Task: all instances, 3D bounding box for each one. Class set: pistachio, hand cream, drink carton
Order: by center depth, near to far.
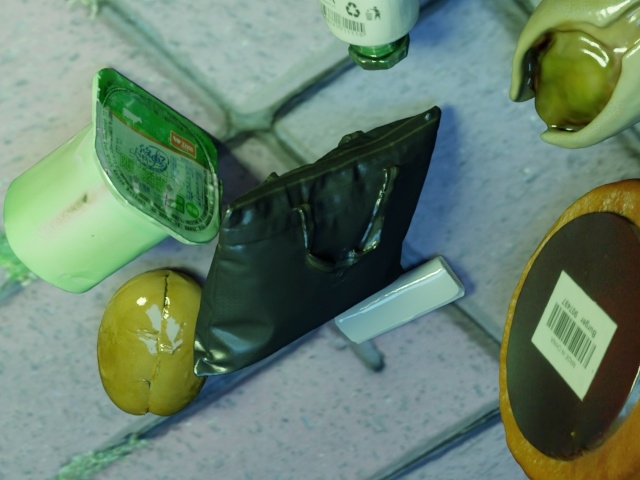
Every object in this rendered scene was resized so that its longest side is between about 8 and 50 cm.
[{"bbox_3d":[0.021,-0.267,1.360,0.076,0.121,0.336,-42,143,-23],"label":"hand cream"},{"bbox_3d":[0.258,-0.171,1.477,0.238,0.137,0.153,-37,164,24],"label":"pistachio"},{"bbox_3d":[-0.183,-0.034,1.517,0.142,0.144,0.146,-33,131,27],"label":"drink carton"}]

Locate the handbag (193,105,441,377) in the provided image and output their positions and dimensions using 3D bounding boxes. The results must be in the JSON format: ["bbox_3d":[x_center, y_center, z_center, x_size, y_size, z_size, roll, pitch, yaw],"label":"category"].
[{"bbox_3d":[0.000,0.000,1.574,0.254,0.089,0.211,-25,144,-34],"label":"handbag"}]

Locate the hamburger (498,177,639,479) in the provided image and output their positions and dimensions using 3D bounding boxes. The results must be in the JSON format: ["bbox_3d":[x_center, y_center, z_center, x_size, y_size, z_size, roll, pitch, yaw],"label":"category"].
[{"bbox_3d":[0.338,0.110,1.639,0.250,0.330,0.330,14,129,-25],"label":"hamburger"}]

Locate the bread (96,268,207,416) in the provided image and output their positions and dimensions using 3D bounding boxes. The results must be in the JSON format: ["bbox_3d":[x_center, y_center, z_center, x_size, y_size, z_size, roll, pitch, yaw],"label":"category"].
[{"bbox_3d":[-0.156,0.108,1.703,0.114,0.077,0.189,-2,131,-16],"label":"bread"}]

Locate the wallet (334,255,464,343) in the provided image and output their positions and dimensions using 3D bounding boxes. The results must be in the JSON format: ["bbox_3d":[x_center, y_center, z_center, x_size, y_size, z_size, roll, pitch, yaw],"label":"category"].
[{"bbox_3d":[0.076,0.061,1.740,0.122,0.025,0.061,-26,140,13],"label":"wallet"}]
